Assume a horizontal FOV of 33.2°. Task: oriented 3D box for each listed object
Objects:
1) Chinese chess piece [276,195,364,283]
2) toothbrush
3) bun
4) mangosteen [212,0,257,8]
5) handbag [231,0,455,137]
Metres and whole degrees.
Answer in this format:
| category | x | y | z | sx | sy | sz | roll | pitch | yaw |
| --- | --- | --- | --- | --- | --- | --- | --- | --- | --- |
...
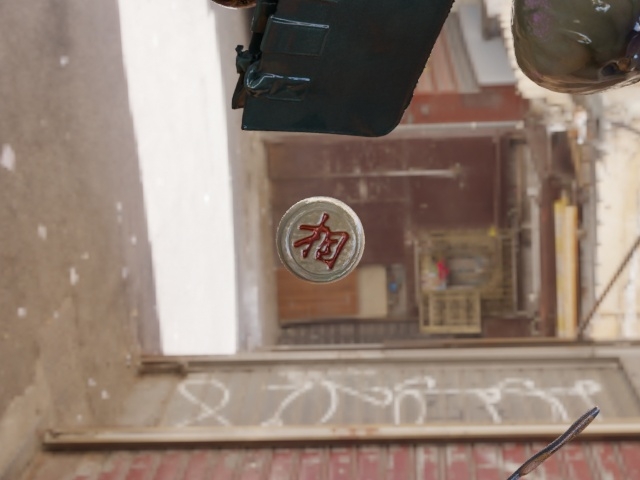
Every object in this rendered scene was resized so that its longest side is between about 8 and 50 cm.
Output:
| category | x | y | z | sx | sy | sz | roll | pitch | yaw |
| --- | --- | --- | --- | --- | --- | --- | --- | --- | --- |
| Chinese chess piece | 0.000 | 0.000 | 1.476 | 0.051 | 0.122 | 0.122 | -91 | 179 | -80 |
| toothbrush | 0.407 | 0.420 | 2.034 | 0.023 | 0.321 | 0.031 | 53 | -7 | -27 |
| bun | 0.366 | -0.286 | 1.357 | 0.168 | 0.273 | 0.273 | 55 | -18 | 36 |
| mangosteen | -0.104 | -0.381 | 1.417 | 0.137 | 0.137 | 0.151 | 85 | 15 | -45 |
| handbag | 0.027 | -0.272 | 1.376 | 0.326 | 0.239 | 0.089 | 115 | -32 | -46 |
